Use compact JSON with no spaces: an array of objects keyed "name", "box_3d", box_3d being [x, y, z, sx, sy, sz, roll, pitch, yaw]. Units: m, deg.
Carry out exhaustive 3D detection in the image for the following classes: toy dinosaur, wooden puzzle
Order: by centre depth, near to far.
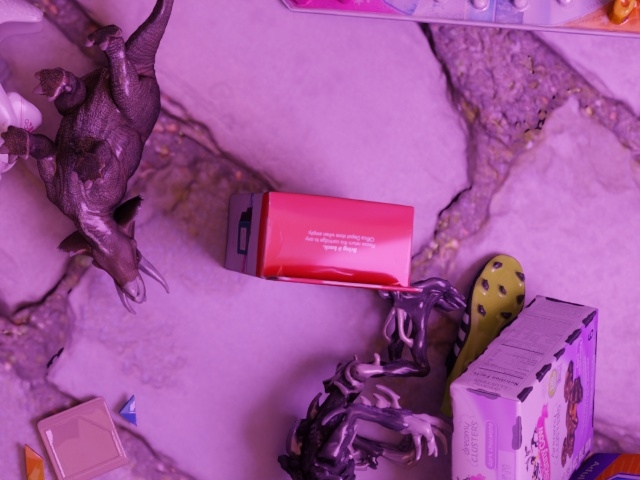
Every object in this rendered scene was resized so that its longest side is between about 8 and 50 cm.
[{"name":"toy dinosaur","box_3d":[-0.198,-0.102,1.199,0.121,0.160,0.314,4,78,10]},{"name":"wooden puzzle","box_3d":[-0.225,0.191,1.252,0.116,0.014,0.079,-14,99,-14]}]

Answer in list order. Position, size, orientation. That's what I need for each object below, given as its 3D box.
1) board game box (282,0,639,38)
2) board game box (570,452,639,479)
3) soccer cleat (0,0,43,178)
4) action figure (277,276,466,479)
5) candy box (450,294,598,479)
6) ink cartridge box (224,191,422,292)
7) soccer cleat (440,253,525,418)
[{"name":"board game box","box_3d":[0.167,-0.399,1.252,0.389,0.050,0.390,5,90,6]},{"name":"board game box","box_3d":[0.326,0.439,1.184,0.356,0.356,0.357,-34,100,-27]},{"name":"soccer cleat","box_3d":[-0.325,-0.070,1.166,0.143,0.116,0.331,12,88,-14]},{"name":"action figure","box_3d":[0.054,0.166,1.252,0.141,0.164,0.276,29,78,-9]},{"name":"candy box","box_3d":[0.194,0.169,1.251,0.196,0.070,0.165,-37,131,-51]},{"name":"ink cartridge box","box_3d":[0.000,0.000,1.193,0.134,0.231,0.078,5,90,-15]},{"name":"soccer cleat","box_3d":[0.157,0.095,1.328,0.060,0.072,0.179,27,63,-13]}]
